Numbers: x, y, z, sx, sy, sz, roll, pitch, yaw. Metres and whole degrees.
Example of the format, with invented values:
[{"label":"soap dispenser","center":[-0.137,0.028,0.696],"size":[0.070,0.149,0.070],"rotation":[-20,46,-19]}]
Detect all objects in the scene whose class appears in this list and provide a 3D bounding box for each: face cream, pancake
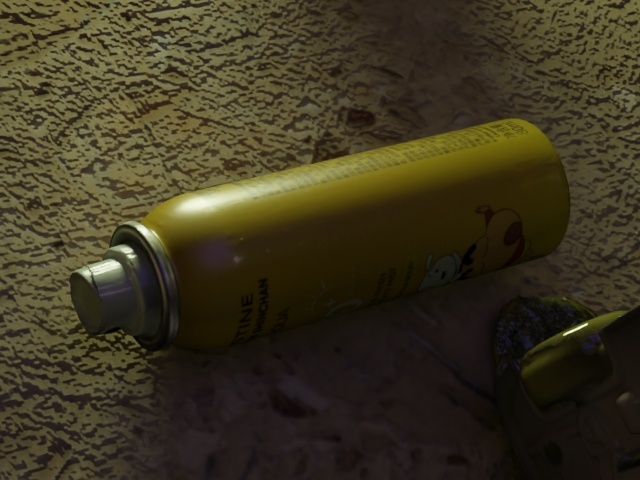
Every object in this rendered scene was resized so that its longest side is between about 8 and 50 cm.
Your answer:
[{"label":"face cream","center":[0.000,0.000,1.196],"size":[0.348,0.105,0.105],"rotation":[-14,69,-29]},{"label":"pancake","center":[0.169,0.085,1.272],"size":[0.108,0.017,0.108],"rotation":[10,63,-21]}]

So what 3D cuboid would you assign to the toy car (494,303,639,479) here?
[{"label":"toy car","center":[0.291,0.112,1.106],"size":[0.226,0.336,0.242],"rotation":[-17,75,-29]}]
